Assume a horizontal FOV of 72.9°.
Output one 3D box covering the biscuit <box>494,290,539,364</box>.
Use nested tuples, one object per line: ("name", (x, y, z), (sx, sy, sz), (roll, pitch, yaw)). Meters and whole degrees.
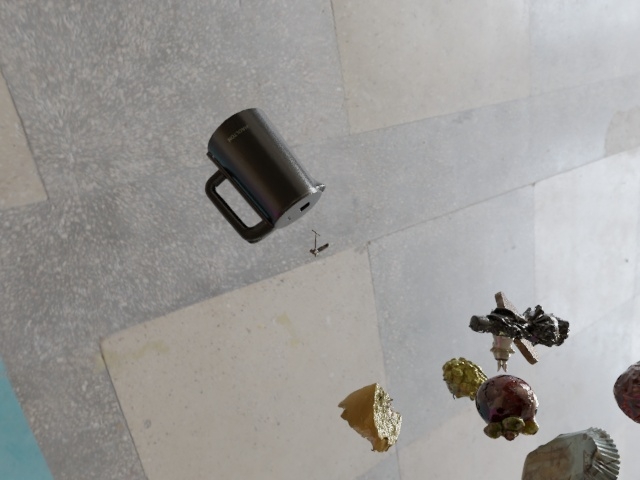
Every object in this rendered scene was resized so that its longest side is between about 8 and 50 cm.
("biscuit", (0.773, 0.348, 1.716), (0.049, 0.272, 0.257), (-33, 120, 25))

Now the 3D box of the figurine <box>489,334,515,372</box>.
("figurine", (0.649, 0.382, 1.538), (0.098, 0.081, 0.146), (-23, 115, -59))

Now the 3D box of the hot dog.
("hot dog", (0.561, 0.522, 0.983), (0.082, 0.270, 0.162), (26, 47, 2))

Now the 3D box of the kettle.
("kettle", (-0.177, -0.186, 1.236), (0.262, 0.203, 0.308), (-32, 79, -32))

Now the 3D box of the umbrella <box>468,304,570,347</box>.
("umbrella", (0.664, 0.273, 1.460), (0.337, 0.154, 0.128), (13, 121, -2))

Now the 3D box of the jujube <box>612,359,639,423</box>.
("jujube", (0.639, 0.279, 0.821), (0.176, 0.112, 0.109), (-19, 137, -34))

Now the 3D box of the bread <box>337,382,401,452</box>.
("bread", (0.178, 0.686, 1.626), (0.184, 0.224, 0.211), (37, 45, -23))

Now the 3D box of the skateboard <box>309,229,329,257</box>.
("skateboard", (0.000, 0.000, 1.214), (0.064, 0.032, 0.083), (-30, 142, -27))

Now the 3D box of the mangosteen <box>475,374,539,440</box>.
("mangosteen", (0.521, 0.470, 1.208), (0.166, 0.166, 0.180), (43, 39, -29))

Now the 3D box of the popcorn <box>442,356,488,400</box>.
("popcorn", (0.637, 0.617, 1.900), (0.169, 0.218, 0.189), (-39, 136, -13))
